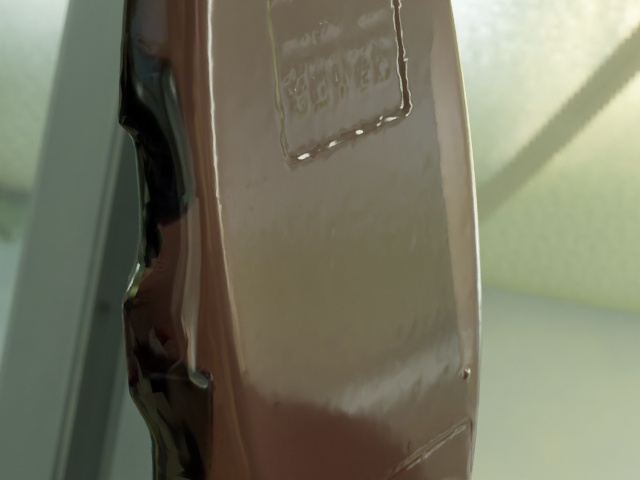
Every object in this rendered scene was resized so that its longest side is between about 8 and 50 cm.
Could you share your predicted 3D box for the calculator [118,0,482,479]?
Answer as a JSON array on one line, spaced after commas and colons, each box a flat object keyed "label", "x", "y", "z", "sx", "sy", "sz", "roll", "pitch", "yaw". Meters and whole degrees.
[{"label": "calculator", "x": 0.000, "y": 0.000, "z": 0.730, "sx": 0.048, "sy": 0.329, "sz": 0.220, "roll": 6, "pitch": 20, "yaw": 33}]
